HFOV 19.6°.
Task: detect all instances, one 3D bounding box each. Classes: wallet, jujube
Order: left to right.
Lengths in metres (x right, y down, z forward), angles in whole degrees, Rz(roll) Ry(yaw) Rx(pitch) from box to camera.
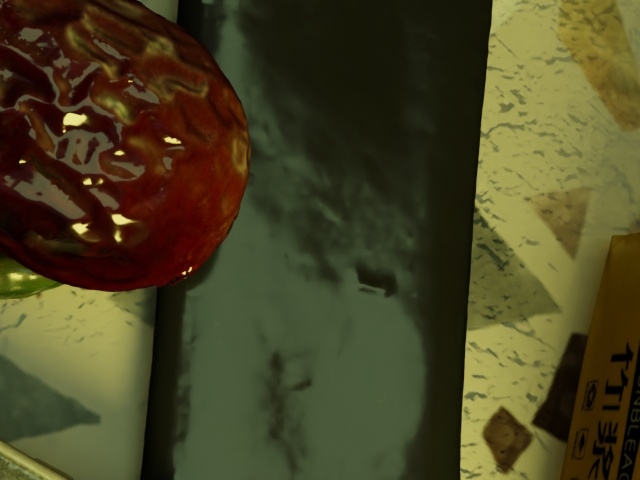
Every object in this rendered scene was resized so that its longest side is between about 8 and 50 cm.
[{"bbox_3d":[-0.159,-0.072,1.154,0.243,0.183,0.183,35,78,-21],"label":"jujube"},{"bbox_3d":[0.000,0.000,1.284,0.228,0.062,0.406,6,83,-13],"label":"wallet"}]

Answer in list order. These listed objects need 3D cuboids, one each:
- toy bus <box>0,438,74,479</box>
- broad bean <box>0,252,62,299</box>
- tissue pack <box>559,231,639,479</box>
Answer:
[{"bbox_3d":[-0.224,0.184,1.168,0.343,0.097,0.138,32,74,-9],"label":"toy bus"},{"bbox_3d":[-0.273,0.006,1.208,0.318,0.056,0.098,-12,71,-29],"label":"broad bean"},{"bbox_3d":[0.291,0.184,1.218,0.228,0.293,0.381,15,83,-12],"label":"tissue pack"}]
